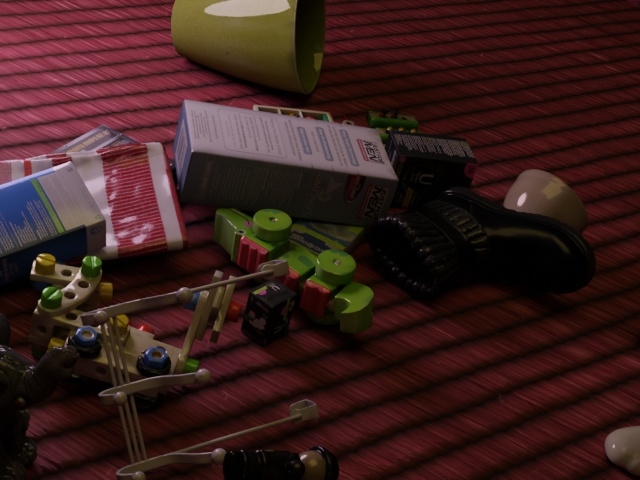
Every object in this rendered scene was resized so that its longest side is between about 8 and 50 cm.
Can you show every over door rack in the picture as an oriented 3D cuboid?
[{"bbox_3d":[-0.143,0.170,1.523,0.324,0.239,0.108,-15,7,-35],"label":"over door rack"}]

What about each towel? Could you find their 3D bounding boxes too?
[{"bbox_3d":[-0.397,-0.058,1.845,0.329,0.037,0.237,-8,52,-14],"label":"towel"}]

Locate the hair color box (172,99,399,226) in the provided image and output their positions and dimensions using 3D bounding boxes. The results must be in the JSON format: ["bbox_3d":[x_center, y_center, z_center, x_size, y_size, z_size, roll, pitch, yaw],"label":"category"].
[{"bbox_3d":[-0.066,-0.137,2.020,0.375,0.113,0.185,7,34,-17],"label":"hair color box"}]

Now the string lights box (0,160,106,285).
[{"bbox_3d":[-0.476,-0.015,1.727,0.260,0.076,0.133,-22,61,-23],"label":"string lights box"}]

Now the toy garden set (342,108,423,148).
[{"bbox_3d":[0.132,-0.214,2.340,0.204,0.049,0.244,4,36,-16],"label":"toy garden set"}]

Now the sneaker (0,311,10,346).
[{"bbox_3d":[-0.574,0.116,1.576,0.286,0.109,0.130,21,27,-8],"label":"sneaker"}]

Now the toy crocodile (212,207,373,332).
[{"bbox_3d":[-0.049,0.048,1.843,0.341,0.115,0.105,32,39,23],"label":"toy crocodile"}]

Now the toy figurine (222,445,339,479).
[{"bbox_3d":[-0.042,0.364,1.324,0.148,0.209,0.213,11,25,-36],"label":"toy figurine"}]

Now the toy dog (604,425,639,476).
[{"bbox_3d":[0.665,0.236,1.593,0.396,0.407,0.284,2,37,-18],"label":"toy dog"}]

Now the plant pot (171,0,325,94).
[{"bbox_3d":[-0.162,-0.459,2.428,0.294,0.274,0.274,4,32,13],"label":"plant pot"}]

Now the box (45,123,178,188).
[{"bbox_3d":[-0.387,-0.109,1.988,0.183,0.056,0.231,27,36,16],"label":"box"}]

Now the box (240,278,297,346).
[{"bbox_3d":[-0.081,0.113,1.767,0.052,0.083,0.062,35,39,26],"label":"box"}]

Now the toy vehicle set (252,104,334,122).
[{"bbox_3d":[-0.036,-0.181,2.242,0.166,0.035,0.266,3,36,-17],"label":"toy vehicle set"}]

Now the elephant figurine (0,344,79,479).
[{"bbox_3d":[-0.419,0.186,1.397,0.186,0.239,0.169,-5,40,-27],"label":"elephant figurine"}]

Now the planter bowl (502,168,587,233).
[{"bbox_3d":[0.406,-0.039,2.125,0.162,0.162,0.109,35,64,26],"label":"planter bowl"}]

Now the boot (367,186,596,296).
[{"bbox_3d":[0.282,0.027,1.980,0.348,0.131,0.260,22,27,29],"label":"boot"}]

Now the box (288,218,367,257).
[{"bbox_3d":[0.000,0.000,1.996,0.109,0.042,0.178,25,35,15],"label":"box"}]

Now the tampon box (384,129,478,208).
[{"bbox_3d":[0.206,-0.134,2.193,0.161,0.120,0.101,5,35,-14],"label":"tampon box"}]

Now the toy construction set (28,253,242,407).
[{"bbox_3d":[-0.282,0.121,1.640,0.328,0.151,0.215,6,34,5],"label":"toy construction set"}]
